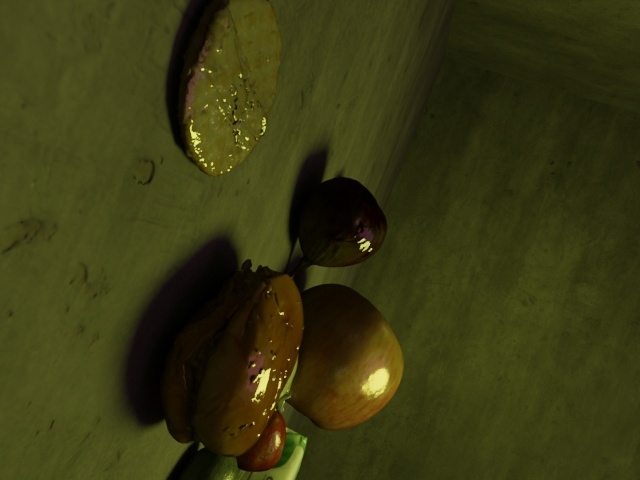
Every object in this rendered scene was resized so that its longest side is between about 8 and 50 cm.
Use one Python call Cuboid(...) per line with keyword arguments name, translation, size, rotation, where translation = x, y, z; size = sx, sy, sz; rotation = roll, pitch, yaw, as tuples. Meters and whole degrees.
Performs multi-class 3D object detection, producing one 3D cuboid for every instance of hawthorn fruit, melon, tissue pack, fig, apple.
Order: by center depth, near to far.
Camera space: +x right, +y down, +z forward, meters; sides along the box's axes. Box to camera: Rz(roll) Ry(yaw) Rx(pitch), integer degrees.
Cuboid(name="melon", translation=(-0.241, 0.505, 0.912), size=(0.167, 0.114, 0.114), rotation=(-54, 161, -47))
Cuboid(name="fig", translation=(0.000, 0.000, 1.052), size=(0.321, 0.217, 0.217), rotation=(-43, 179, 24))
Cuboid(name="hawthorn fruit", translation=(-0.167, 0.513, 1.161), size=(0.169, 0.169, 0.188), rotation=(12, 100, -78))
Cuboid(name="apple", translation=(0.030, 0.319, 1.189), size=(0.346, 0.391, 0.391), rotation=(-43, 160, -17))
Cuboid(name="tissue pack", translation=(-0.202, 0.848, 1.495), size=(0.356, 0.194, 0.266), rotation=(-54, 163, -50))

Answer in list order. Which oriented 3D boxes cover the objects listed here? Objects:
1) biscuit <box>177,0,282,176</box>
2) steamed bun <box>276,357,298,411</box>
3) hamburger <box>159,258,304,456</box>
Cuboid(name="biscuit", translation=(-0.100, -0.182, 0.520), size=(0.220, 0.033, 0.220), rotation=(21, 90, -78))
Cuboid(name="steamed bun", translation=(-0.120, 0.281, 0.960), size=(0.239, 0.152, 0.170), rotation=(-63, 168, -14))
Cuboid(name="hamburger", translation=(-0.131, 0.190, 0.720), size=(0.290, 0.170, 0.314), rotation=(-65, 168, -48))
